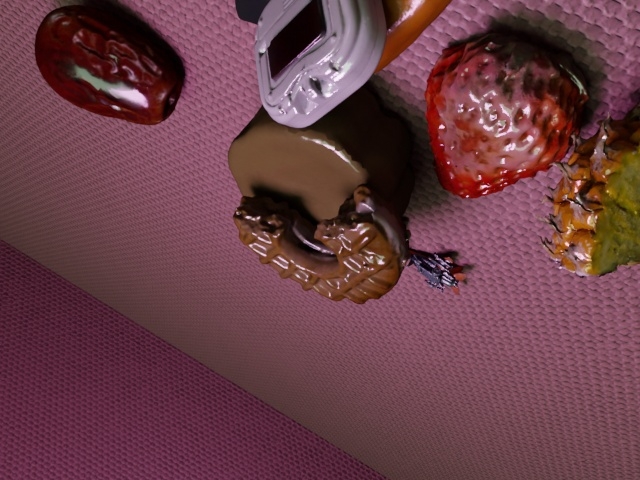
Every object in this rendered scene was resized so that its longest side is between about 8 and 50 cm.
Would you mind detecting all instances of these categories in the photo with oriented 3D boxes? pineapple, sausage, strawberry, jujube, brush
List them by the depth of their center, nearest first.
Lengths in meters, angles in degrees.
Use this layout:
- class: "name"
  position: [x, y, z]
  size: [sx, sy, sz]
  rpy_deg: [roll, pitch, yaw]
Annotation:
- class: "pineapple"
  position: [0.462, -0.124, 0.836]
  size: [0.209, 0.344, 0.286]
  rpy_deg: [-147, 50, -65]
- class: "sausage"
  position: [0.115, -0.352, 0.893]
  size: [0.098, 0.098, 0.238]
  rpy_deg: [41, 145, -12]
- class: "strawberry"
  position: [0.277, -0.172, 0.933]
  size: [0.265, 0.149, 0.336]
  rpy_deg: [26, 147, 9]
- class: "brush"
  position: [-0.074, -0.417, 1.035]
  size: [0.193, 0.016, 0.063]
  rpy_deg: [23, 146, 16]
- class: "jujube"
  position: [-0.476, -0.386, 1.260]
  size: [0.318, 0.223, 0.223]
  rpy_deg: [26, 147, -2]

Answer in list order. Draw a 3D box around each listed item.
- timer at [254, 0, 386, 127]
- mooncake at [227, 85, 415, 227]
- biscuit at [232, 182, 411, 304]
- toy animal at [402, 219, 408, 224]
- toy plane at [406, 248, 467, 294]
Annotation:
- class: "timer"
  position: [-0.013, -0.325, 0.902]
  size: [0.087, 0.237, 0.262]
  rpy_deg: [10, 153, -39]
- class: "mooncake"
  position: [0.012, -0.151, 1.151]
  size: [0.378, 0.201, 0.378]
  rpy_deg: [23, 150, 14]
- class: "biscuit"
  position: [0.015, 0.012, 1.085]
  size: [0.366, 0.115, 0.268]
  rpy_deg: [5, 143, 39]
- class: "toy animal"
  position: [0.120, 0.040, 1.340]
  size: [0.125, 0.127, 0.251]
  rpy_deg: [56, 136, 5]
- class: "toy plane"
  position: [0.252, 0.063, 1.329]
  size: [0.189, 0.061, 0.130]
  rpy_deg: [23, 146, 16]
